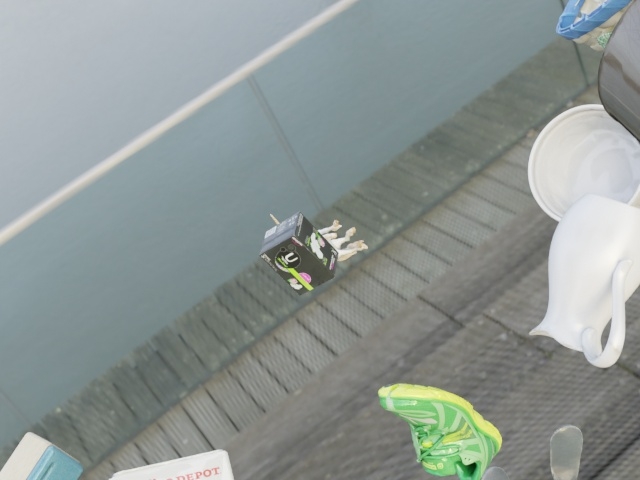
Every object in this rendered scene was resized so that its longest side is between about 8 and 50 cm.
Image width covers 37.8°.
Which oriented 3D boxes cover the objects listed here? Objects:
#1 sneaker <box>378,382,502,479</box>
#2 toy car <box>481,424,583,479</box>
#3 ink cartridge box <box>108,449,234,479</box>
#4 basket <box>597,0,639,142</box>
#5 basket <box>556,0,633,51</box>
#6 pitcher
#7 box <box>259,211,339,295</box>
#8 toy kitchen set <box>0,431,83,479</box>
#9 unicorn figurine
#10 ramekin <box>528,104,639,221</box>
[{"bbox_3d":[0.204,0.325,1.563,0.109,0.295,0.124,-2,59,48],"label":"sneaker"},{"bbox_3d":[0.207,0.253,0.763,0.155,0.188,0.149,-23,3,-23],"label":"toy car"},{"bbox_3d":[-0.222,0.495,1.499,0.197,0.273,0.114,-8,-18,-23],"label":"ink cartridge box"},{"bbox_3d":[0.367,-0.125,0.843,0.227,0.154,0.204,-95,29,-50],"label":"basket"},{"bbox_3d":[0.378,-0.362,1.174,0.201,0.289,0.255,-57,4,-15],"label":"basket"},{"bbox_3d":[0.362,0.052,1.208,0.178,0.125,0.207,-145,72,-73],"label":"pitcher"},{"bbox_3d":[-0.026,0.018,1.201,0.062,0.083,0.052,-30,28,28],"label":"box"},{"bbox_3d":[-0.202,0.301,0.893,0.166,0.207,0.122,15,65,34],"label":"toy kitchen set"},{"bbox_3d":[0.000,0.000,1.657,0.111,0.162,0.060,-26,39,36],"label":"unicorn figurine"},{"bbox_3d":[0.470,-0.118,1.591,0.207,0.109,0.207,-6,81,37],"label":"ramekin"}]
